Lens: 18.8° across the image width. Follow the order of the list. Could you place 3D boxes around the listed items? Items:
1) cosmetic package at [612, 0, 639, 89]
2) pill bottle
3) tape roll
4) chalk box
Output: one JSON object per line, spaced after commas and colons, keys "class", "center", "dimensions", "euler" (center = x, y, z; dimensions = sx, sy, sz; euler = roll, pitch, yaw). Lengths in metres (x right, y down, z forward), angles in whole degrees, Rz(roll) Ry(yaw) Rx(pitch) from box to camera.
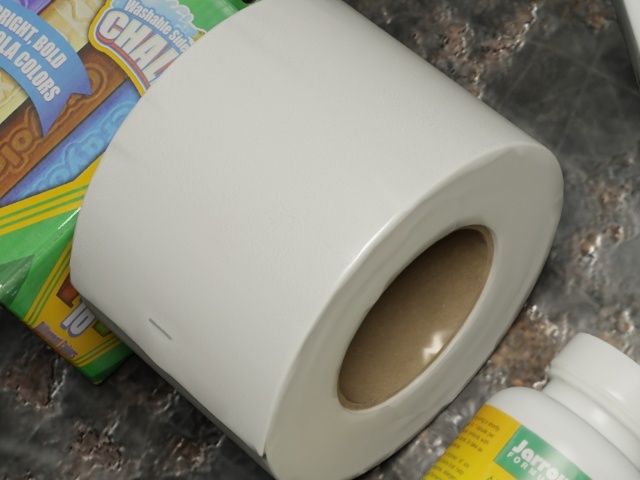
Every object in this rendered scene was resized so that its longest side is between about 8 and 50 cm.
{"class": "cosmetic package", "center": [0.259, -0.090, 1.093], "dimensions": [0.156, 0.217, 0.385], "euler": [-15, 58, 10]}
{"class": "pill bottle", "center": [0.114, 0.158, 1.098], "dimensions": [0.117, 0.117, 0.208], "euler": [38, 82, 26]}
{"class": "tape roll", "center": [0.000, 0.000, 1.128], "dimensions": [0.169, 0.246, 0.246], "euler": [40, 83, 27]}
{"class": "chalk box", "center": [-0.118, -0.086, 1.235], "dimensions": [0.289, 0.180, 0.179], "euler": [-43, 63, -3]}
